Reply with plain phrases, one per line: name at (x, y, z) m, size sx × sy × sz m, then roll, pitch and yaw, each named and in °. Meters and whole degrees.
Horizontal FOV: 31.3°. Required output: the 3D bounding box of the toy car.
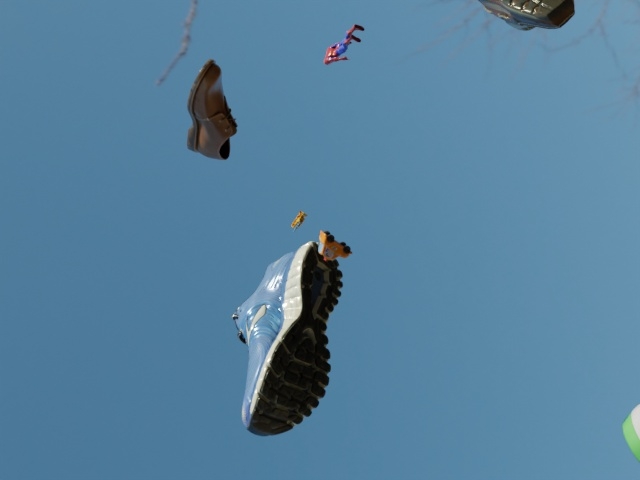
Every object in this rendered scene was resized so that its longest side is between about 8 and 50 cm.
toy car at (0.000, 0.000, 1.780) m, size 0.060 × 0.122 × 0.040 m, roll 33°, pitch -87°, yaw -35°

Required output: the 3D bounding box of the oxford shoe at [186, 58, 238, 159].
oxford shoe at (-0.161, -0.202, 1.781) m, size 0.076 × 0.212 × 0.076 m, roll 28°, pitch -119°, yaw 12°

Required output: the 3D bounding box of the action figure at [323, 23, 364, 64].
action figure at (0.035, -0.316, 1.885) m, size 0.030 × 0.115 × 0.038 m, roll 22°, pitch -115°, yaw -23°

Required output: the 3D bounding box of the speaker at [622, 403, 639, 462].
speaker at (0.611, 0.245, 1.733) m, size 0.131 × 0.296 × 0.131 m, roll 38°, pitch -151°, yaw -25°

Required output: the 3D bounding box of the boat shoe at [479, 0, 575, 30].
boat shoe at (0.400, -0.478, 2.247) m, size 0.123 × 0.324 × 0.120 m, roll -40°, pitch -55°, yaw 0°

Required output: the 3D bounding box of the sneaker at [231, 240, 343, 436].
sneaker at (-0.066, 0.162, 1.813) m, size 0.130 × 0.147 × 0.329 m, roll 41°, pitch -131°, yaw -33°
